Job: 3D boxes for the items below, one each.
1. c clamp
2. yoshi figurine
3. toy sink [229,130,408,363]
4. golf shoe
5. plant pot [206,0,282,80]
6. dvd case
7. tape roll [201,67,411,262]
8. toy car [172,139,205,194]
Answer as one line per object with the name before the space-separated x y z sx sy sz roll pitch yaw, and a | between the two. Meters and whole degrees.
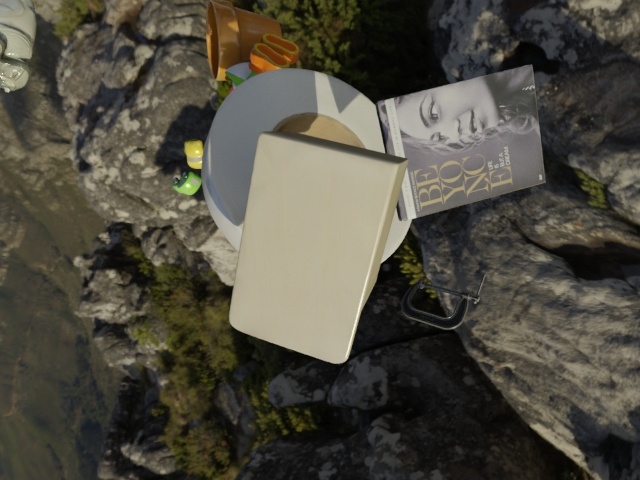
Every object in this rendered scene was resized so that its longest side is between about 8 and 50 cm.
c clamp | 0.257 0.122 0.898 0.160 0.022 0.137 8 62 32
yoshi figurine | -0.148 -0.341 1.142 0.203 0.203 0.362 61 139 27
toy sink | 0.000 0.000 0.512 0.152 0.131 0.234 15 106 13
golf shoe | -0.307 -0.165 0.327 0.176 0.069 0.086 5 68 -1
plant pot | -0.216 -0.566 1.202 0.205 0.187 0.205 172 90 -69
dvd case | 0.198 -0.132 0.577 0.221 0.018 0.165 -15 104 -5
tape roll | -0.009 -0.115 0.740 0.072 0.391 0.392 -33 61 60
toy car | -0.364 -0.188 1.275 0.225 0.239 0.053 -22 56 29
